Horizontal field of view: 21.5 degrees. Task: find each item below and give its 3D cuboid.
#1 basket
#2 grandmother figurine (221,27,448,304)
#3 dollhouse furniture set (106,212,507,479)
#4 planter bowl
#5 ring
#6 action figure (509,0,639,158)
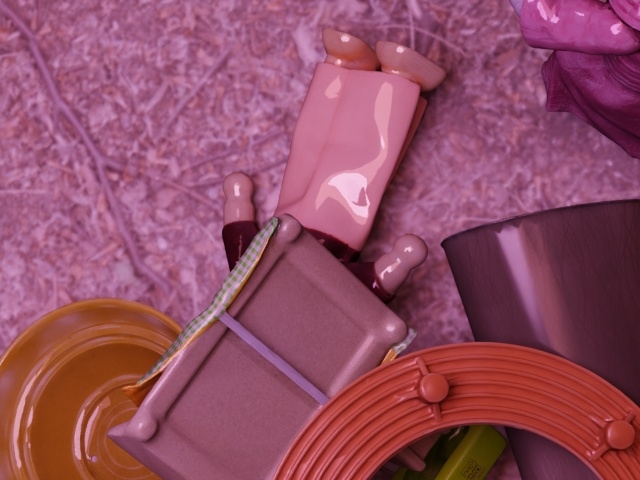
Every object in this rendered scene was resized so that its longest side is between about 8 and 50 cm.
[{"bbox_3d":[0.204,0.096,1.304,0.154,0.204,0.226,-22,76,48],"label":"basket"},{"bbox_3d":[0.000,0.000,1.416,0.208,0.104,0.342,17,83,45],"label":"grandmother figurine"},{"bbox_3d":[-0.031,0.124,1.272,0.197,0.301,0.151,-54,35,-12],"label":"dollhouse furniture set"},{"bbox_3d":[-0.170,0.162,1.412,0.217,0.090,0.217,-4,76,16],"label":"planter bowl"},{"bbox_3d":[0.119,0.237,1.179,0.337,0.032,0.336,1,80,-7],"label":"ring"},{"bbox_3d":[0.249,-0.143,1.242,0.248,0.370,0.275,-25,73,7],"label":"action figure"}]
